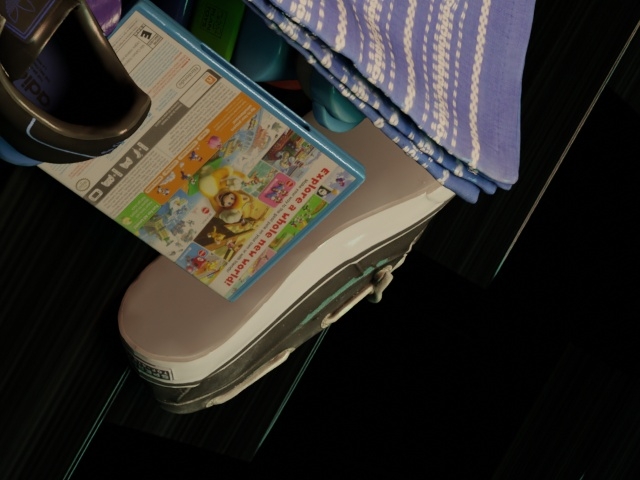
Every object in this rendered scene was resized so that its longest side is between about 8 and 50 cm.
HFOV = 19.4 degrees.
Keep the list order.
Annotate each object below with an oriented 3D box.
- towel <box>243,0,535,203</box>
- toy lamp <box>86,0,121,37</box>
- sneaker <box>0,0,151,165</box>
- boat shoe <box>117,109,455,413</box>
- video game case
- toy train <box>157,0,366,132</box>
[{"bbox_3d":[0.038,-0.191,1.008,0.336,0.040,0.243,37,58,-51],"label":"towel"},{"bbox_3d":[-0.212,-0.077,0.911,0.274,0.080,0.080,-32,139,-36],"label":"toy lamp"},{"bbox_3d":[-0.168,-0.124,0.842,0.232,0.090,0.081,45,61,-28],"label":"sneaker"},{"bbox_3d":[0.003,0.003,1.248,0.306,0.113,0.105,-44,152,-18],"label":"boat shoe"},{"bbox_3d":[-0.075,-0.048,1.052,0.166,0.015,0.119,37,117,-22],"label":"video game case"},{"bbox_3d":[0.027,-0.125,1.143,0.248,0.143,0.105,-8,122,-52],"label":"toy train"}]
